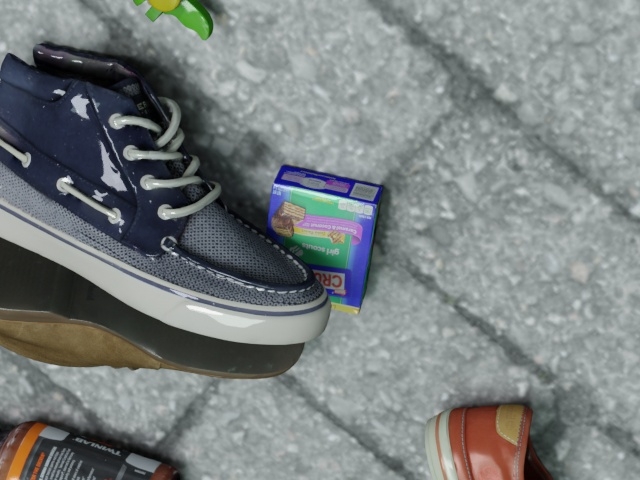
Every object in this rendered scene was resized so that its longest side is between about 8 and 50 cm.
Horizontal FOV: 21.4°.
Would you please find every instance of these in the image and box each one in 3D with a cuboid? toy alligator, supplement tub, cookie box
[{"bbox_3d":[-0.146,-0.239,1.342,0.051,0.056,0.190,-20,109,22],"label":"toy alligator"},{"bbox_3d":[-0.237,0.230,1.566,0.197,0.106,0.106,18,118,6],"label":"supplement tub"},{"bbox_3d":[0.000,0.000,1.429,0.091,0.040,0.107,12,118,8],"label":"cookie box"}]

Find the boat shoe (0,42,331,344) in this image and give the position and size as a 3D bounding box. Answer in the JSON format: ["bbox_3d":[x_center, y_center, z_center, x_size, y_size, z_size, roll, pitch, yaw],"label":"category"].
[{"bbox_3d":[-0.136,-0.043,1.378,0.340,0.127,0.158,21,116,16],"label":"boat shoe"}]

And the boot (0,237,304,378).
[{"bbox_3d":[-0.163,0.070,1.493,0.305,0.112,0.115,12,148,4],"label":"boot"}]

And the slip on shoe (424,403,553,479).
[{"bbox_3d":[0.194,0.289,1.481,0.101,0.123,0.331,-18,105,18],"label":"slip on shoe"}]
